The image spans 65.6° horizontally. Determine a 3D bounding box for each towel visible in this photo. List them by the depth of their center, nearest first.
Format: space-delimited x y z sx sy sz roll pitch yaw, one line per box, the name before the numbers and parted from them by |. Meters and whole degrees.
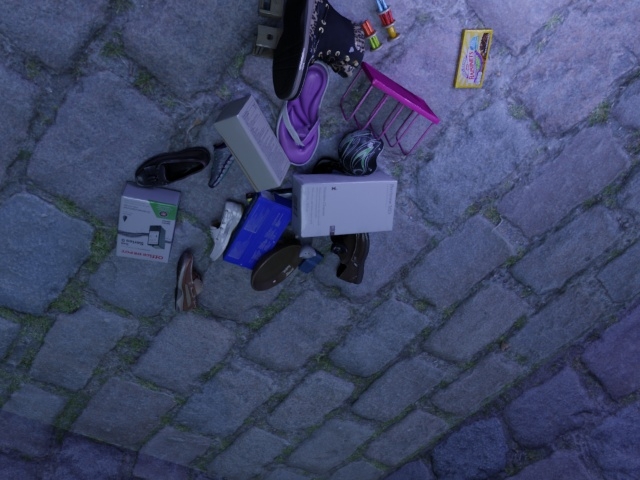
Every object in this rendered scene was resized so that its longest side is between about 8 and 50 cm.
towel | -0.044 0.096 2.245 0.067 0.029 0.119 33 114 -27

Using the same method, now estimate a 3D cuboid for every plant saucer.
plant saucer | -0.191 0.110 2.143 0.278 0.041 0.278 -34 155 -18

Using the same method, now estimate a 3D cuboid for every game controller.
game controller | 0.105 -0.221 2.022 0.319 0.067 0.166 18 120 -21

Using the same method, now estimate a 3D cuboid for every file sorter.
file sorter | 0.237 -0.465 1.788 0.291 0.202 0.182 24 119 -23

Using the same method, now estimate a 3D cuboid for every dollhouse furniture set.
dollhouse furniture set | -0.145 -0.705 1.630 0.129 0.129 0.183 6 94 -14

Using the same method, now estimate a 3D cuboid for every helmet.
helmet | 0.152 -0.343 1.888 0.169 0.169 0.161 -1 134 -8

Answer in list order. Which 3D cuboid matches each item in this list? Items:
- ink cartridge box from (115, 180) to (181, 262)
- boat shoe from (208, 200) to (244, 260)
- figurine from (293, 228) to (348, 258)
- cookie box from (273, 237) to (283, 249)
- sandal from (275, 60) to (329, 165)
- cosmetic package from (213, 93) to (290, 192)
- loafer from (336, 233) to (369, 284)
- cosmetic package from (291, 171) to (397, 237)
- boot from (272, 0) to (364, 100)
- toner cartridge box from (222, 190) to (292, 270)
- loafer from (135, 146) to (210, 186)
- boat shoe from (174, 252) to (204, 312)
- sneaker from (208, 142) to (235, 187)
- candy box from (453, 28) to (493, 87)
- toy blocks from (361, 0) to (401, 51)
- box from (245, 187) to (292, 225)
ink cartridge box | -0.684 -0.066 1.973 0.211 0.121 0.289 10 123 -15
boat shoe | -0.413 -0.044 2.052 0.096 0.098 0.277 22 110 -21
figurine | 0.000 0.000 2.073 0.215 0.209 0.092 -9 126 -2
cookie box | -0.213 0.037 2.170 0.092 0.040 0.107 4 123 -11
sandal | -0.070 -0.450 1.809 0.169 0.102 0.416 5 126 -10
cosmetic package | -0.241 -0.348 1.806 0.113 0.160 0.309 -12 127 27
loafer | 0.132 0.051 2.176 0.130 0.134 0.366 -2 125 -8
cosmetic package | 0.088 -0.144 1.926 0.385 0.156 0.217 -6 112 -16
boot | 0.002 -0.592 1.582 0.284 0.138 0.377 14 80 -45
toner cartridge box | -0.255 -0.038 2.034 0.165 0.075 0.348 22 120 -23
loafer | -0.562 -0.268 1.866 0.303 0.095 0.109 -18 125 4
boat shoe | -0.573 0.184 2.180 0.116 0.123 0.324 2 131 -19
sneaker | -0.383 -0.308 1.887 0.098 0.083 0.223 33 104 -16
candy box | 0.554 -0.660 1.807 0.105 0.027 0.206 -2 125 -4
toy blocks | 0.192 -0.734 1.680 0.123 0.054 0.148 -27 125 9
box | -0.181 -0.131 2.053 0.233 0.044 0.159 -8 127 -4
